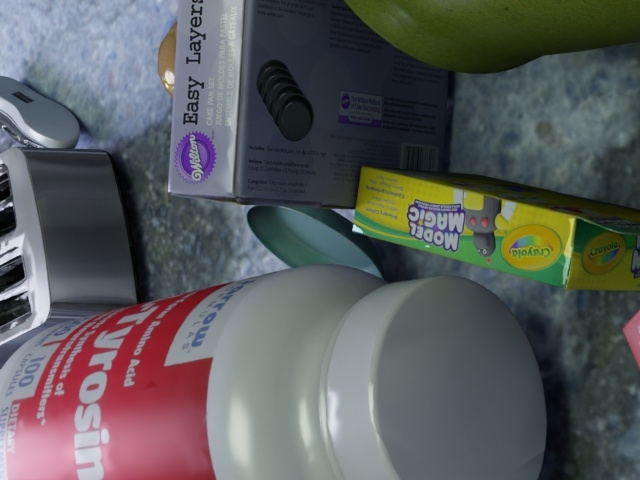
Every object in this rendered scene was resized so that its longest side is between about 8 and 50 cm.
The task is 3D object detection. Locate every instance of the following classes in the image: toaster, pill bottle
[{"bbox_3d":[-0.242,0.016,1.708,0.186,0.110,0.168,-25,72,42],"label":"toaster"},{"bbox_3d":[-0.047,0.142,1.421,0.408,0.229,0.229,-14,78,44],"label":"pill bottle"}]

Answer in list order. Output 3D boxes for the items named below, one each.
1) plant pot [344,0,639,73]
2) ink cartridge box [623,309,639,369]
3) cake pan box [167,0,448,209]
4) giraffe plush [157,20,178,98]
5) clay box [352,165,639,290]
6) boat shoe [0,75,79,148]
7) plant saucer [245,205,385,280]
[{"bbox_3d":[0.170,-0.267,1.175,0.353,0.366,0.366,-27,69,54],"label":"plant pot"},{"bbox_3d":[0.298,0.121,1.061,0.207,0.117,0.283,119,134,-61],"label":"ink cartridge box"},{"bbox_3d":[0.005,-0.144,1.358,0.070,0.267,0.245,6,94,35],"label":"cake pan box"},{"bbox_3d":[-0.052,-0.131,1.514,0.170,0.181,0.210,4,126,55],"label":"giraffe plush"},{"bbox_3d":[0.144,-0.005,1.307,0.222,0.127,0.053,17,101,45],"label":"clay box"},{"bbox_3d":[-0.264,-0.107,1.785,0.142,0.049,0.040,36,132,42],"label":"boat shoe"},{"bbox_3d":[0.000,0.000,1.478,0.119,0.119,0.021,7,59,45],"label":"plant saucer"}]
